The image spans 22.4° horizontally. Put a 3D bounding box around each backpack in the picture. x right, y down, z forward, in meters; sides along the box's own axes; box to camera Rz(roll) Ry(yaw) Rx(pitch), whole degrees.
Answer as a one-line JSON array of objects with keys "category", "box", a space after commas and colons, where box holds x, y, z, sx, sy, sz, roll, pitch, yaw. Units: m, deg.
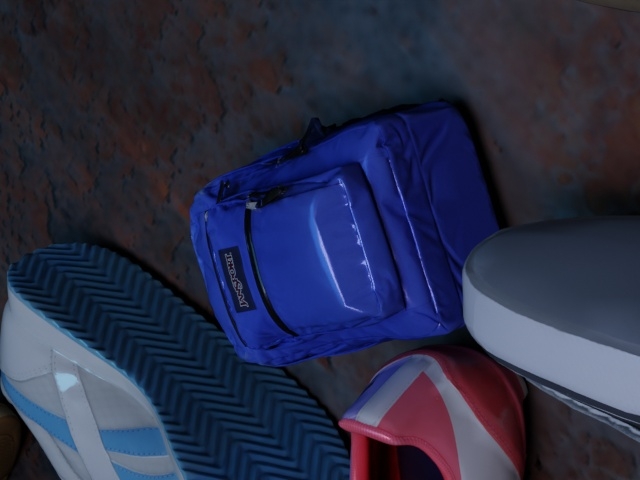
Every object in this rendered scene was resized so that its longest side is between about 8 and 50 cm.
[{"category": "backpack", "box": [0.000, 0.000, 0.663, 0.120, 0.101, 0.098, -14, 89, 44]}]

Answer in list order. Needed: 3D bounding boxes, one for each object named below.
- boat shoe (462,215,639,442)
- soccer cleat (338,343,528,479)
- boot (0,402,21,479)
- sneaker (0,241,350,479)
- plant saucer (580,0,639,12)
[{"category": "boat shoe", "box": [0.189, 0.073, 0.532, 0.306, 0.113, 0.105, 13, 119, 18]}, {"category": "soccer cleat", "box": [0.051, 0.165, 0.678, 0.083, 0.095, 0.248, 5, 108, 37]}, {"category": "boot", "box": [-0.289, 0.104, 0.931, 0.203, 0.095, 0.262, 55, 134, 12]}, {"category": "sneaker", "box": [-0.068, 0.098, 0.765, 0.228, 0.087, 0.092, 41, 133, 29]}, {"category": "plant saucer", "box": [0.065, -0.180, 0.502, 0.277, 0.041, 0.278, 29, 158, 13]}]
